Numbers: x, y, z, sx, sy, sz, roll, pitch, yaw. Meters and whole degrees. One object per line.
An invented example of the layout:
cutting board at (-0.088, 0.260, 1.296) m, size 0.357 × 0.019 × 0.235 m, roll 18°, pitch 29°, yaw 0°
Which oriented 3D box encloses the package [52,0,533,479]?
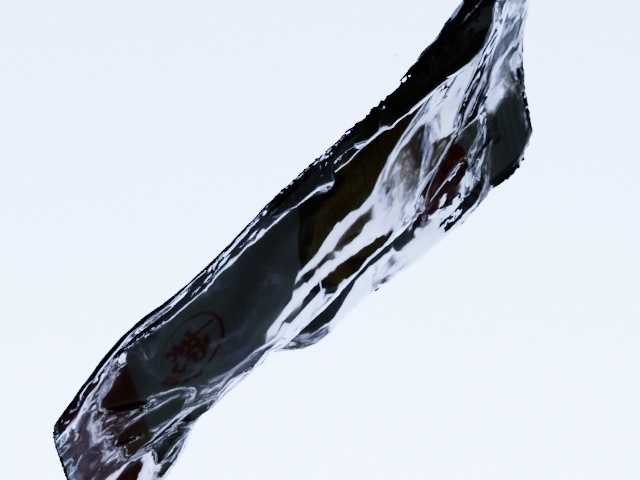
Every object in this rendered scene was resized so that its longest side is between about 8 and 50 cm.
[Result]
package at (0.000, 0.000, 0.635) m, size 0.030 × 0.154 × 0.239 m, roll 41°, pitch -110°, yaw 19°
